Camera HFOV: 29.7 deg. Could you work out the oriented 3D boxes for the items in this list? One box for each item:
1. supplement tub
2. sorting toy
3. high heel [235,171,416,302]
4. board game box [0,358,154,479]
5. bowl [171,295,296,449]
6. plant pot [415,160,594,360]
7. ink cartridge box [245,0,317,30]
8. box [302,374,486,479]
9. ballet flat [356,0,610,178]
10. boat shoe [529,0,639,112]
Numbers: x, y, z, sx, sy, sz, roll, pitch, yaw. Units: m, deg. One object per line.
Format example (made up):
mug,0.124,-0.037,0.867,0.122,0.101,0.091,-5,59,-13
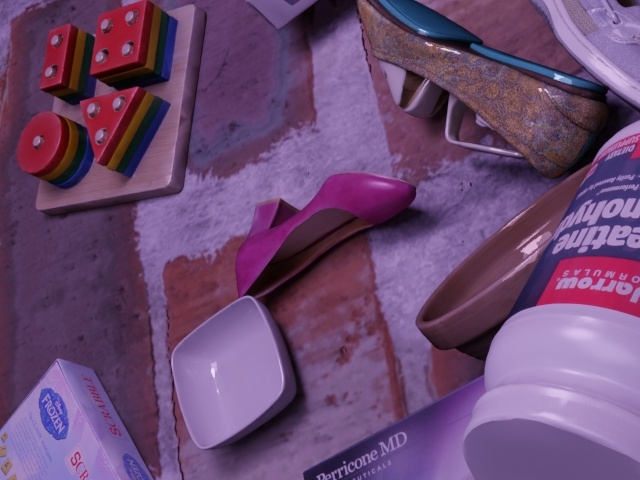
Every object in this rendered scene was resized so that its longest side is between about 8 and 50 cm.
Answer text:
supplement tub,0.229,0.064,0.813,0.191,0.191,0.272,5,49,40
sorting toy,-0.288,-0.180,1.585,0.257,0.089,0.255,-8,68,37
high heel,0.000,0.000,1.280,0.244,0.082,0.117,-9,61,40
board game box,-0.323,0.361,1.415,0.318,0.066,0.318,-49,49,13
bowl,-0.088,0.149,1.318,0.142,0.053,0.142,-37,53,22
plant pot,0.207,0.036,1.053,0.237,0.237,0.109,-41,92,20
ink cartridge box,0.068,-0.403,1.368,0.371,0.069,0.175,-34,34,27
box,0.174,0.271,0.974,0.296,0.183,0.294,-33,54,24
ballet flat,0.138,-0.161,1.225,0.348,0.123,0.123,36,97,42
boat shoe,0.278,-0.212,1.125,0.103,0.118,0.320,-46,44,22
